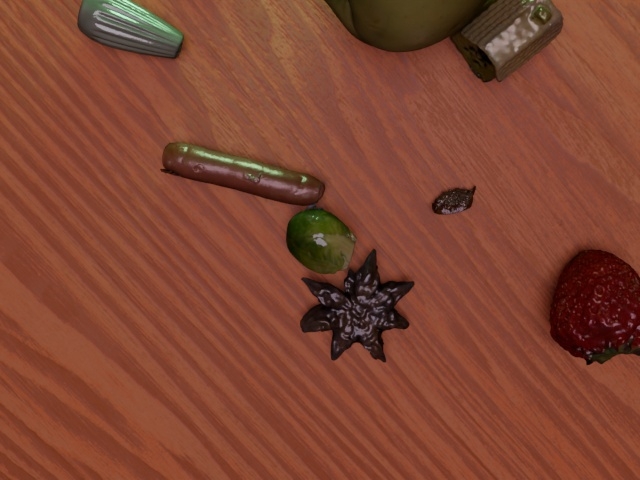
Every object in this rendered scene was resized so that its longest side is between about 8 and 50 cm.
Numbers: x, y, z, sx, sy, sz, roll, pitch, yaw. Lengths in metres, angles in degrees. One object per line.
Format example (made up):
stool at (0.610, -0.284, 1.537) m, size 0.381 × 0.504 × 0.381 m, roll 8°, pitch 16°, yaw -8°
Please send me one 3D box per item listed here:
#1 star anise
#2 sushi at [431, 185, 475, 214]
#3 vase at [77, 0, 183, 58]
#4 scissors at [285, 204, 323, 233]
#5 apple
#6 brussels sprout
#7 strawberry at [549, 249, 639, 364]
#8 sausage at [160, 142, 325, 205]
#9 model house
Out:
star anise at (0.094, 0.167, 1.856) m, size 0.315 × 0.108 × 0.315 m, roll 1°, pitch 104°, yaw 3°
sushi at (0.340, -0.103, 1.818) m, size 0.120 × 0.052 × 0.055 m, roll -12°, pitch 115°, yaw 8°
vase at (-0.458, -0.518, 1.750) m, size 0.248 × 0.128 × 0.128 m, roll 20°, pitch 102°, yaw -10°
scissors at (-0.046, -0.051, 1.860) m, size 0.119 × 0.058 × 0.014 m, roll -40°, pitch 58°, yaw 23°
apple at (0.182, -0.648, 1.530) m, size 0.474 × 0.473 × 0.473 m, roll 1°, pitch 101°, yaw 3°
brussels sprout at (-0.001, 0.001, 1.794) m, size 0.181 × 0.144 × 0.161 m, roll 10°, pitch 110°, yaw 10°
strawberry at (0.684, 0.159, 1.766) m, size 0.257 × 0.257 × 0.276 m, roll -10°, pitch 67°, yaw 5°
sausage at (-0.195, -0.165, 1.815) m, size 0.419 × 0.094 × 0.094 m, roll 14°, pitch 123°, yaw 0°
model house at (0.426, -0.483, 1.644) m, size 0.193 × 0.234 × 0.174 m, roll -38°, pitch 97°, yaw 7°
